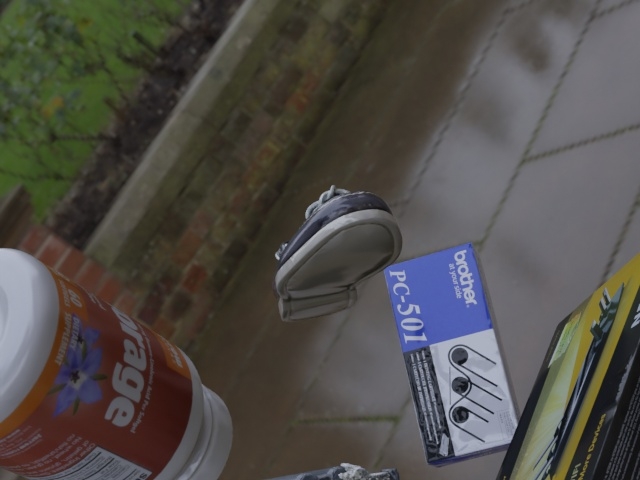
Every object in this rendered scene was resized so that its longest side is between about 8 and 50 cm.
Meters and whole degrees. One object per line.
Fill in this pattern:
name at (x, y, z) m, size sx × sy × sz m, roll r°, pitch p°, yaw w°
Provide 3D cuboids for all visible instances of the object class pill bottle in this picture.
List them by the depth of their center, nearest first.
pill bottle at (-0.153, 0.101, 0.752) m, size 0.121 × 0.216 × 0.121 m, roll -16°, pitch 57°, yaw 26°

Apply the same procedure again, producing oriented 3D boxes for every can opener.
can opener at (-0.001, 0.273, 1.187) m, size 0.280 × 0.074 × 0.093 m, roll -20°, pitch 75°, yaw 59°

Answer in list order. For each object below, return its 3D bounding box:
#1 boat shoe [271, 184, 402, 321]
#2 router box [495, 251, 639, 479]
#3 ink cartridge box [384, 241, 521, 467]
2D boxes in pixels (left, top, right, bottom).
boat shoe at (0.000, 0.000, 0.745) m, size 0.206 × 0.075 × 0.065 m, roll 115°, pitch 144°, yaw -71°
router box at (0.224, 0.161, 0.932) m, size 0.308 × 0.081 × 0.243 m, roll -61°, pitch 0°, yaw -30°
ink cartridge box at (0.134, 0.114, 1.174) m, size 0.097 × 0.046 × 0.207 m, roll -17°, pitch 69°, yaw 13°
